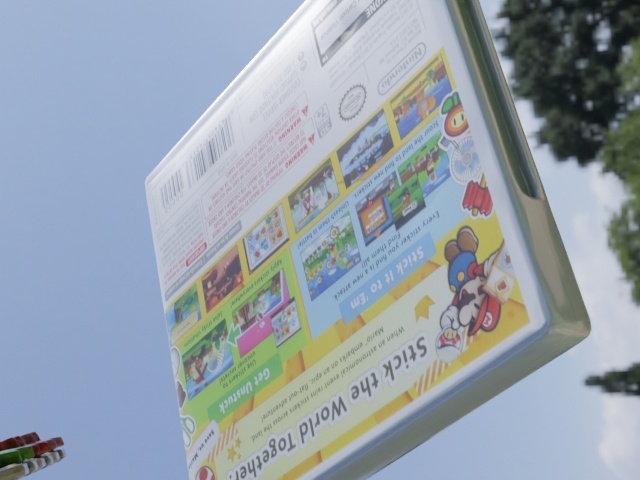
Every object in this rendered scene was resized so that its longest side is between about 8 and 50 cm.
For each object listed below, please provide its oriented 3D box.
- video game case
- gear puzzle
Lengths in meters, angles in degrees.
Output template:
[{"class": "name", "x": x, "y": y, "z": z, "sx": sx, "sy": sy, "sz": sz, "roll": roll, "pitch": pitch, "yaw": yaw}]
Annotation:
[{"class": "video game case", "x": 0.000, "y": 0.000, "z": 0.525, "sx": 0.026, "sy": 0.227, "sz": 0.206, "roll": 12, "pitch": -128, "yaw": -36}, {"class": "gear puzzle", "x": -0.298, "y": 0.180, "z": 0.924, "sx": 0.339, "sy": 0.175, "sz": 0.044, "roll": 122, "pitch": 129, "yaw": -82}]
